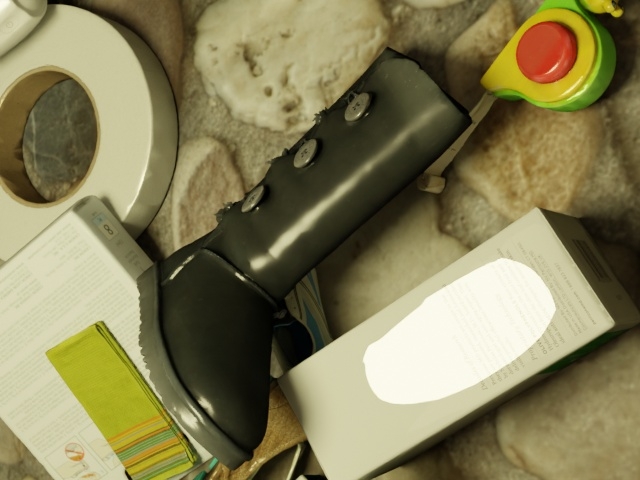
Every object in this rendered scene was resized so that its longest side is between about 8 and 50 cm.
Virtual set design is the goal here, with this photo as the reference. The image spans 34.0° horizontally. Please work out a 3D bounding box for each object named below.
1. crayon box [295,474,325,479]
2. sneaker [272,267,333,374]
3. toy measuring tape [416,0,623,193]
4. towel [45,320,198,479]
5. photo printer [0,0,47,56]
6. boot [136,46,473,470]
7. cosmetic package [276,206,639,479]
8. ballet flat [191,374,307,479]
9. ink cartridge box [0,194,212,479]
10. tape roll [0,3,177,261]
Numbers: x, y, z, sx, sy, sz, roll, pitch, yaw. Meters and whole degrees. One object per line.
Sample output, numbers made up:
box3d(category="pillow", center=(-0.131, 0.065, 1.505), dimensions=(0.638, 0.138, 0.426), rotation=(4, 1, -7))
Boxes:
box3d(category="crayon box", center=(-0.052, 0.480, 1.311), dimensions=(0.203, 0.083, 0.323), rotation=(44, 93, 21))
box3d(category="sneaker", center=(-0.046, 0.071, 1.359), dimensions=(0.085, 0.086, 0.237), rotation=(-26, 75, 24))
box3d(category="toy measuring tape", center=(0.243, -0.158, 1.220), dimensions=(0.121, 0.121, 0.330), rotation=(45, 114, 21))
box3d(category="towel", center=(-0.271, 0.228, 1.420), dimensions=(0.102, 0.021, 0.237), rotation=(-30, 100, 18))
box3d(category="photo printer", center=(-0.516, -0.377, 1.540), dimensions=(0.256, 0.107, 0.308), rotation=(-24, 55, 24))
box3d(category="boot", center=(-0.001, -0.001, 1.190), dimensions=(0.445, 0.146, 0.367), rotation=(-39, 35, 6))
box3d(category="cosmetic package", center=(0.158, 0.124, 1.196), dimensions=(0.365, 0.197, 0.155), rotation=(-37, 73, 21))
box3d(category="ballet flat", center=(-0.117, 0.332, 1.380), dimensions=(0.124, 0.116, 0.342), rotation=(39, 101, 1))
box3d(category="ink cartridge box", center=(-0.312, 0.176, 1.470), dimensions=(0.308, 0.091, 0.385), rotation=(-36, 99, 20))
box3d(category="tape roll", center=(-0.389, -0.149, 1.542), dimensions=(0.392, 0.072, 0.392), rotation=(-1, 87, 26))
